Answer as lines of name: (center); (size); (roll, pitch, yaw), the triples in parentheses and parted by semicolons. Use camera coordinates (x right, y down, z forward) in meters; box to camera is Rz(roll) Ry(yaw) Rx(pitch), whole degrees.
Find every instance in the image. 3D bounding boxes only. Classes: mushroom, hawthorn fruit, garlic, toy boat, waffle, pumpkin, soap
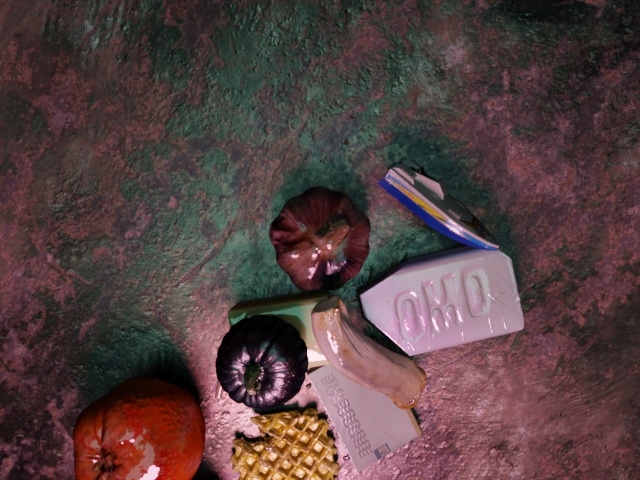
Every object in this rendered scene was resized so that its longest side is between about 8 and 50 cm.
mushroom: (0.102, 0.252, 0.984); (0.123, 0.095, 0.351); (-49, 117, -5)
hawthorn fruit: (-0.383, 0.447, 1.000); (0.275, 0.300, 0.275); (-8, 61, 16)
garlic: (0.000, 0.000, 1.023); (0.245, 0.160, 0.245); (0, 94, 0)
toy boat: (0.277, -0.075, 1.017); (0.295, 0.129, 0.088); (40, 123, 10)
waffle: (-0.086, 0.535, 1.104); (0.261, 0.056, 0.250); (-9, 94, -3)
pumpkin: (-0.119, 0.244, 0.922); (0.194, 0.150, 0.194); (-5, 67, 11)
soap: (0.266, 0.138, 1.058); (0.347, 0.115, 0.208); (-13, 93, 0)

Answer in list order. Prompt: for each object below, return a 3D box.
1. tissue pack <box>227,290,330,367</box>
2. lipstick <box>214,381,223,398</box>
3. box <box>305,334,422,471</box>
tissue pack: (-0.083, 0.212, 1.050); (0.234, 0.125, 0.159); (-8, 95, 0)
lipstick: (-0.239, 0.338, 1.108); (0.019, 0.019, 0.094); (14, 94, -2)
box: (0.102, 0.391, 1.097); (0.211, 0.045, 0.270); (-29, 94, -7)
